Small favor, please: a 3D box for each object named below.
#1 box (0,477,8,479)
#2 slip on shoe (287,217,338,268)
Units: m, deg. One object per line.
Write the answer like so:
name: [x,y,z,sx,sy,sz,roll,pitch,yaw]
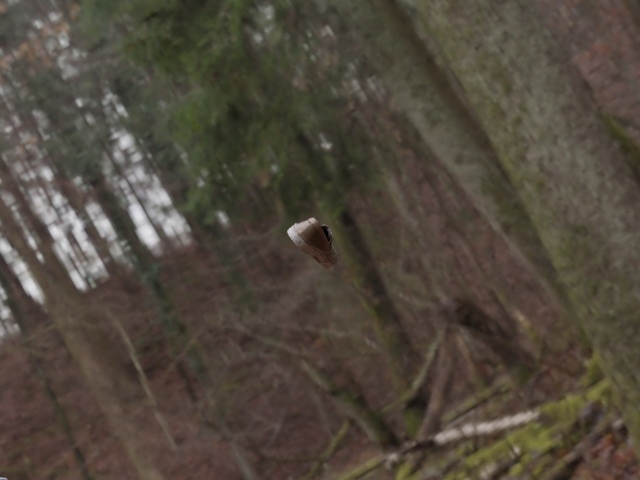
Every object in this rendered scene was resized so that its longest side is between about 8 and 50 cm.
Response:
box: [-0.791,0.639,1.749,0.480,0.297,0.471,11,-63,-26]
slip on shoe: [0.000,0.000,1.419,0.041,0.051,0.135,-40,-27,8]
